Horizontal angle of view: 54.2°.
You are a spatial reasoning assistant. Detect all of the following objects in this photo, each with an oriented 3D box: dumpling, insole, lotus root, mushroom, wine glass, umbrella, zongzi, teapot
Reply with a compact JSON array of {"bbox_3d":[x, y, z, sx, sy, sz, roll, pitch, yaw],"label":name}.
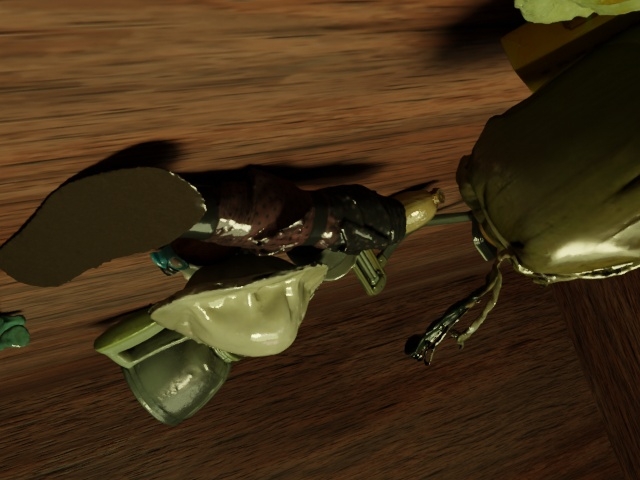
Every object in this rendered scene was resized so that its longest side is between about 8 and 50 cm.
[{"bbox_3d":[-0.084,0.070,0.775,0.247,0.142,0.172,-8,157,-39],"label":"dumpling"},{"bbox_3d":[-0.239,-0.006,0.633,0.327,0.007,0.111,-22,133,37],"label":"insole"},{"bbox_3d":[0.130,-0.041,1.007,0.150,0.062,0.073,-25,166,28],"label":"lotus root"},{"bbox_3d":[-0.144,-0.007,0.748,0.088,0.073,0.129,22,171,15],"label":"mushroom"},{"bbox_3d":[0.000,0.000,0.918,0.103,0.103,0.222,-18,169,5],"label":"wine glass"},{"bbox_3d":[-0.035,-0.029,0.717,0.325,0.094,0.090,3,143,-35],"label":"umbrella"},{"bbox_3d":[0.253,-0.090,0.403,0.446,0.182,0.418,-25,168,-12],"label":"zongzi"},{"bbox_3d":[-0.324,0.233,1.409,0.239,0.322,0.239,-34,-152,3],"label":"teapot"}]

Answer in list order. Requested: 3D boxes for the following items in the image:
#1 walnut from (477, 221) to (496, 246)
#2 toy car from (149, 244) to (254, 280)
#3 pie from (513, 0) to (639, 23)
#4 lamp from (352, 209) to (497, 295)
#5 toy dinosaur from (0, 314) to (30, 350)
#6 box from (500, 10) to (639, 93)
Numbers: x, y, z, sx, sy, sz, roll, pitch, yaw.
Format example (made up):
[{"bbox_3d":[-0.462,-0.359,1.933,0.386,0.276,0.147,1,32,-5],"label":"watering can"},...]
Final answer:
[{"bbox_3d":[0.356,-0.046,0.955,0.297,0.203,0.203,-24,176,-43],"label":"walnut"},{"bbox_3d":[-0.148,0.039,0.883,0.126,0.098,0.161,-26,168,27],"label":"toy car"},{"bbox_3d":[0.220,-0.198,0.333,0.247,0.090,0.201,-22,165,6],"label":"pie"},{"bbox_3d":[0.181,-0.017,1.158,0.283,0.125,0.203,-19,149,20],"label":"lamp"},{"bbox_3d":[-0.533,0.123,0.759,0.383,0.130,0.330,-7,174,-38],"label":"toy dinosaur"},{"bbox_3d":[0.282,-0.182,0.611,0.152,0.044,0.269,-25,167,26],"label":"box"}]
